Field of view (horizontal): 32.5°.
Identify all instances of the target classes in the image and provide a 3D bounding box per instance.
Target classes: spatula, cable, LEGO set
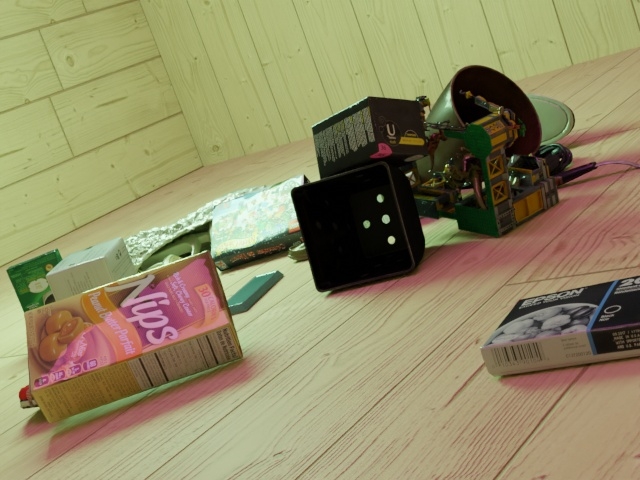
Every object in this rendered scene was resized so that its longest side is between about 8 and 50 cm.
[{"bbox_3d":[0.523,-0.134,1.982,0.296,0.030,0.084,-14,12,30],"label":"spatula"},{"bbox_3d":[0.418,-0.143,2.191,0.150,0.047,0.184,-15,16,47],"label":"cable"},{"bbox_3d":[0.276,-0.148,1.943,0.192,0.255,0.331,-27,17,-32],"label":"LEGO set"}]

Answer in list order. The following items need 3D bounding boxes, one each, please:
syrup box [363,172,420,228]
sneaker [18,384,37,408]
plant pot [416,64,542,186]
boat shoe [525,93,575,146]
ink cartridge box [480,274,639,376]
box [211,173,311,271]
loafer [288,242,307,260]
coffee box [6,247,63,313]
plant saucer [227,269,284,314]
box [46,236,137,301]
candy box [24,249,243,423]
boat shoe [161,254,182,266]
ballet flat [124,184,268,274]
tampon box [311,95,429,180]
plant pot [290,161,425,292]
[{"bbox_3d":[0.116,-0.081,2.277,0.096,0.093,0.237,-26,12,-24],"label":"syrup box"},{"bbox_3d":[-0.419,0.193,1.853,0.107,0.118,0.279,-14,13,32],"label":"sneaker"},{"bbox_3d":[0.280,-0.192,2.165,0.215,0.215,0.230,-30,-9,-41],"label":"plant pot"},{"bbox_3d":[0.437,-0.247,2.456,0.113,0.127,0.340,1,-10,-45],"label":"boat shoe"},{"bbox_3d":[0.316,0.085,1.277,0.206,0.045,0.208,-14,12,32],"label":"ink cartridge box"},{"bbox_3d":[-0.127,-0.039,2.385,0.233,0.044,0.159,-19,49,21],"label":"box"},{"bbox_3d":[0.000,0.000,2.209,0.148,0.050,0.056,-17,12,15],"label":"loafer"},{"bbox_3d":[-0.566,0.122,2.286,0.113,0.184,0.040,-22,8,-1],"label":"coffee box"},{"bbox_3d":[-0.132,0.098,2.067,0.067,0.018,0.192,-15,12,24],"label":"plant saucer"},{"bbox_3d":[-0.415,0.109,2.084,0.119,0.182,0.181,-19,12,4],"label":"box"},{"bbox_3d":[-0.297,0.148,1.723,0.316,0.087,0.183,-19,43,-3],"label":"candy box"},{"bbox_3d":[-0.305,0.080,2.363,0.072,0.068,0.190,-7,22,3],"label":"boat shoe"},{"bbox_3d":[-0.277,0.009,2.541,0.409,0.147,0.147,-23,11,3],"label":"ballet flat"},{"bbox_3d":[0.084,-0.172,1.883,0.120,0.101,0.161,-2,-12,-39],"label":"tampon box"},{"bbox_3d":[0.086,-0.028,1.910,0.187,0.188,0.167,-15,-1,26],"label":"plant pot"}]
